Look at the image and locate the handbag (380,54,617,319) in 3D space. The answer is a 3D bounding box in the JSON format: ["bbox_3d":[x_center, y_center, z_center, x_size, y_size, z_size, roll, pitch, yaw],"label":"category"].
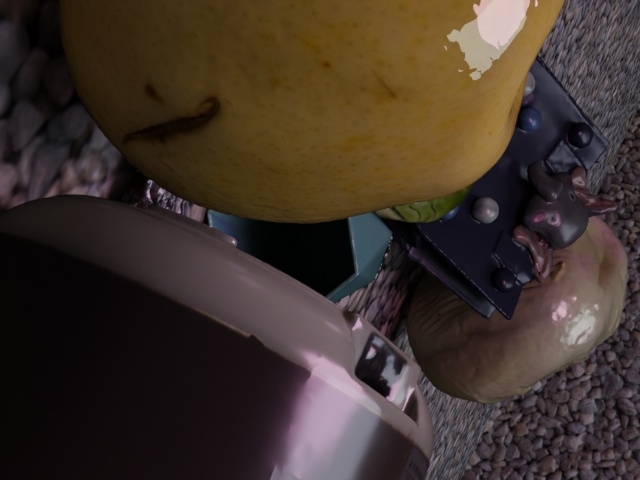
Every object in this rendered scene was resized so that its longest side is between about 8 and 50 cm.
[{"bbox_3d":[0.259,-0.073,1.380,0.326,0.269,0.118,-57,-158,-19],"label":"handbag"}]

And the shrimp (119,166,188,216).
[{"bbox_3d":[-0.126,-0.021,0.771,0.065,0.056,0.165,-5,127,-50],"label":"shrimp"}]

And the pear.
[{"bbox_3d":[0.002,-0.153,0.620,0.309,0.309,0.309,-51,154,-36],"label":"pear"}]

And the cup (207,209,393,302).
[{"bbox_3d":[0.000,0.000,0.994,0.134,0.148,0.235,-66,164,8],"label":"cup"}]

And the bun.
[{"bbox_3d":[0.310,0.104,1.551,0.213,0.361,0.361,48,58,-21],"label":"bun"}]

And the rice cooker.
[{"bbox_3d":[-0.119,0.176,0.608,0.325,0.335,0.335,-64,160,-18],"label":"rice cooker"}]

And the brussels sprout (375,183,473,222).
[{"bbox_3d":[0.111,-0.096,1.158,0.180,0.144,0.161,-36,171,-15],"label":"brussels sprout"}]
